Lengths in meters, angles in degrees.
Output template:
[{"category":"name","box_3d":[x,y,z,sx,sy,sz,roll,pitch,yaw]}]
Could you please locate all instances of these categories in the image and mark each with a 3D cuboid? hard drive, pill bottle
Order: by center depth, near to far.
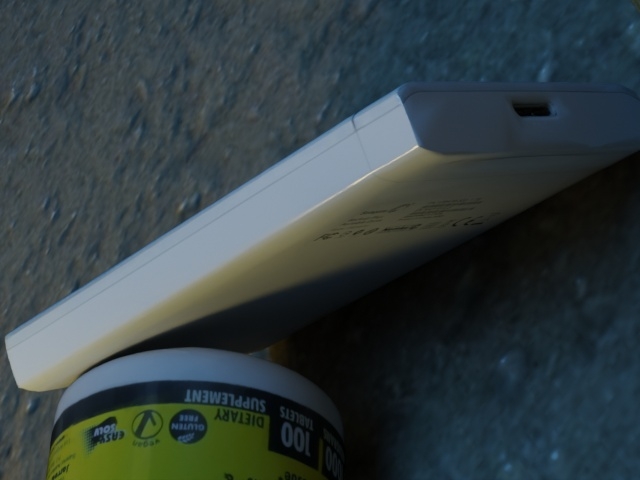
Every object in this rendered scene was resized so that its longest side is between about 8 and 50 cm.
[{"category":"pill bottle","box_3d":[-0.081,0.248,0.984,0.188,0.188,0.333,-30,46,39]},{"category":"hard drive","box_3d":[0.000,0.000,1.020,0.353,0.233,0.047,-30,74,39]}]

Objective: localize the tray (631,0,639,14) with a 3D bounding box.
[{"category":"tray","box_3d":[0.255,-0.219,0.966,0.203,0.076,0.411,-46,36,23]}]
